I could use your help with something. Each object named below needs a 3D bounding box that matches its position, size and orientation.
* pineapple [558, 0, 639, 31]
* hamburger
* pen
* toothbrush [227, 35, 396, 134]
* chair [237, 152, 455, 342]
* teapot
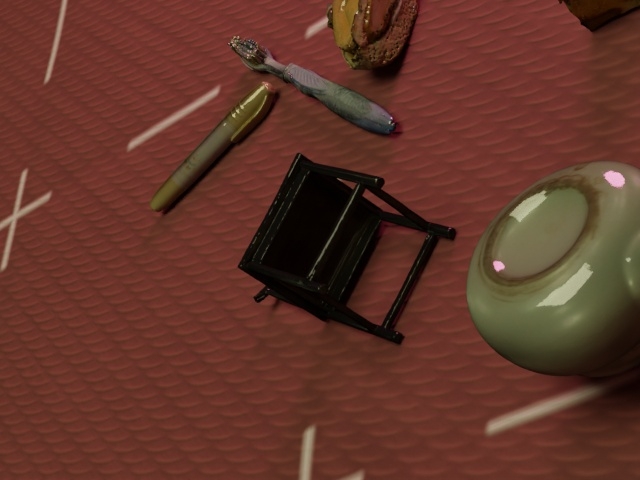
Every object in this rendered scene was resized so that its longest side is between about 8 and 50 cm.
[{"bbox_3d":[0.299,-0.254,1.882,0.114,0.114,0.077,-1,98,35],"label":"pineapple"},{"bbox_3d":[0.058,-0.273,2.193,0.102,0.087,0.176,-25,50,56],"label":"hamburger"},{"bbox_3d":[-0.138,-0.116,2.362,0.233,0.032,0.040,-46,57,19],"label":"pen"},{"bbox_3d":[-0.011,-0.190,2.250,0.035,0.042,0.413,-57,34,0],"label":"toothbrush"},{"bbox_3d":[0.000,0.000,1.981,0.260,0.141,0.154,15,75,54],"label":"chair"},{"bbox_3d":[0.263,0.047,1.572,0.220,0.149,0.318,-48,31,-1],"label":"teapot"}]
